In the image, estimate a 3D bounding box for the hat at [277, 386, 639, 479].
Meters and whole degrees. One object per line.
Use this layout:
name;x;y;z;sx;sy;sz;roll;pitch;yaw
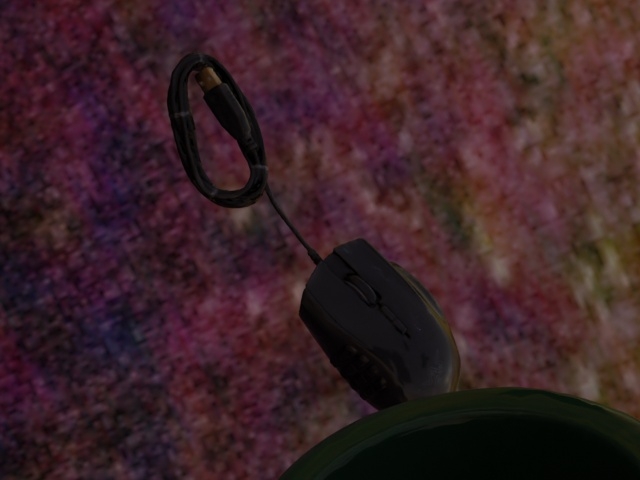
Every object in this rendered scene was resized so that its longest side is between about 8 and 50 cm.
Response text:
hat;0.069;0.173;0.590;0.208;0.173;0.184;-59;145;-54

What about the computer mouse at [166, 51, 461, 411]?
computer mouse;0.000;0.000;0.829;0.071;0.041;0.242;-44;104;-24
